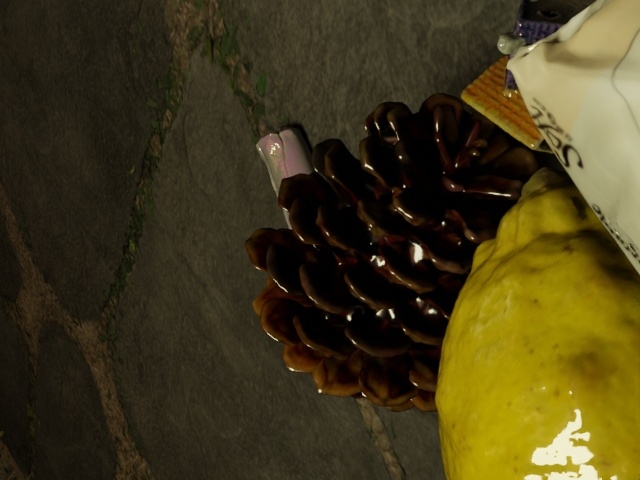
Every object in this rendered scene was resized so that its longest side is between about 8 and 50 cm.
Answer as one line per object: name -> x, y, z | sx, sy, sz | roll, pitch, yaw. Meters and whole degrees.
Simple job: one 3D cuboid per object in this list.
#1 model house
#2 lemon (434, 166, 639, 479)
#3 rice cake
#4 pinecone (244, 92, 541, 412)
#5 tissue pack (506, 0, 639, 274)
model house -> 0.170, -0.119, 0.868 | 0.088, 0.100, 0.101 | 45, 141, 38
lemon -> 0.213, 0.128, 0.784 | 0.285, 0.285, 0.316 | 21, 101, 54
rice cake -> 0.000, 0.000, 1.272 | 0.049, 0.055, 0.270 | -31, 77, 56
pinecone -> 0.069, -0.001, 0.968 | 0.246, 0.246, 0.292 | 57, 148, 23
tissue pack -> 0.307, -0.029, 0.541 | 0.390, 0.195, 0.375 | -35, 80, 34
